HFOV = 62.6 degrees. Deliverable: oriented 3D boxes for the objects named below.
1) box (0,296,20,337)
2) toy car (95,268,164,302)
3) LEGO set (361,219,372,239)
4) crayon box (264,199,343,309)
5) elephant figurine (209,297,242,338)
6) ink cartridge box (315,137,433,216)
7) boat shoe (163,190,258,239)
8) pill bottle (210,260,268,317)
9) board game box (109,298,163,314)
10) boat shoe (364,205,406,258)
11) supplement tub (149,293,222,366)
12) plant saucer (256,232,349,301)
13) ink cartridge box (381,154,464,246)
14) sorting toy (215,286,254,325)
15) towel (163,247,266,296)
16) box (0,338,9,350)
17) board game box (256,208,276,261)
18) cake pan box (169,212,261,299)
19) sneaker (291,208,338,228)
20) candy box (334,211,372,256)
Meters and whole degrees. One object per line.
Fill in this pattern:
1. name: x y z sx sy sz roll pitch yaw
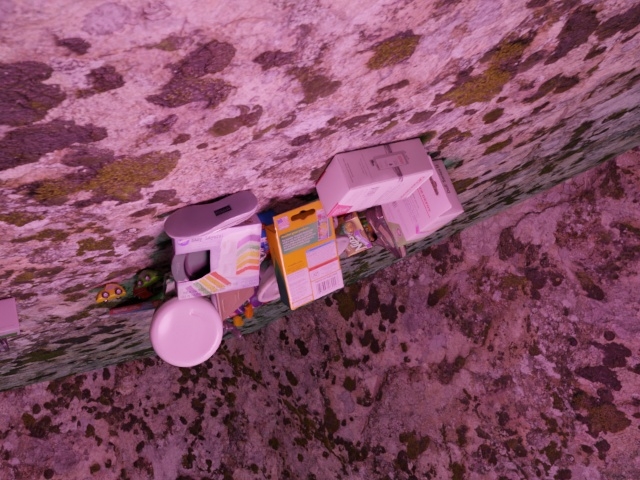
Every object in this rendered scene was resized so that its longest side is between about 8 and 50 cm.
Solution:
1. box: -0.958 0.236 1.566 0.101 0.102 0.087 -11 162 -33
2. toy car: -0.628 0.147 1.820 0.225 0.053 0.239 -28 165 28
3. LEGO set: 0.198 -0.038 2.240 0.227 0.093 0.087 -21 167 -1
4. crayon box: -0.050 0.032 1.662 0.203 0.323 0.083 -22 -152 -25
5. elephant figurine: -0.528 0.410 2.607 0.169 0.239 0.186 -8 162 -44
6. ink cartridge box: 0.155 -0.182 1.548 0.283 0.117 0.207 -15 165 -23
7. boat shoe: -0.291 -0.055 1.431 0.258 0.095 0.084 -16 162 -14
8. pill bottle: -0.296 0.195 2.234 0.323 0.181 0.181 -22 167 6
9. board game box: -0.692 0.263 2.109 0.281 0.027 0.145 -12 173 27
10. boat shoe: 0.267 -0.043 2.152 0.130 0.132 0.355 -9 142 17
11. supplement tub: -0.473 0.296 1.852 0.235 0.235 0.325 -17 -175 -15
12. plant saucer: -0.080 0.073 1.923 0.400 0.100 0.400 -32 167 -9
13. ink cartridge box: 0.362 -0.139 1.834 0.119 0.207 0.353 -13 165 -26
14. sorting toy: -0.331 0.213 2.031 0.229 0.041 0.307 -46 145 -46
15. towel: -0.354 0.112 1.746 0.325 0.038 0.248 -15 167 -22
16. box: -1.189 0.359 1.807 0.183 0.056 0.231 -13 164 -28
17. board game box: -0.296 0.025 1.763 0.308 0.086 0.302 -18 166 -13
18. cake pan box: -0.312 0.047 1.562 0.267 0.070 0.245 -8 126 -23
19. sneaker: -0.050 -0.060 1.834 0.232 0.090 0.115 -2 166 -31
20. candy box: 0.121 -0.028 2.066 0.109 0.053 0.186 -22 132 8
